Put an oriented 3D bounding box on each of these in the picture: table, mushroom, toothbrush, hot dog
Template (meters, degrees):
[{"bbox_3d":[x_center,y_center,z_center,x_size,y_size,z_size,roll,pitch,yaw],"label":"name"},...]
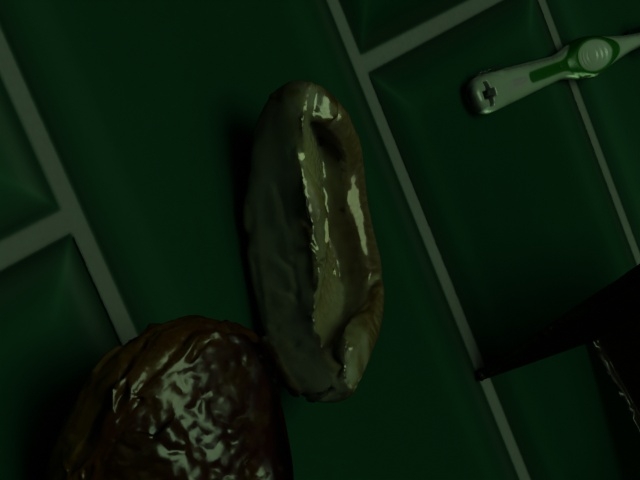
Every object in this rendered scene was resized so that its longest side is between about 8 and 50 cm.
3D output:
[{"bbox_3d":[0.320,0.147,1.121,0.282,0.196,0.250,-8,68,-51],"label":"table"},{"bbox_3d":[-0.001,0.001,0.914,0.094,0.072,0.210,-5,85,-50],"label":"mushroom"},{"bbox_3d":[0.253,-0.175,1.318,0.418,0.040,0.042,-25,100,-52],"label":"toothbrush"},{"bbox_3d":[-0.068,0.156,0.757,0.160,0.099,0.227,-2,81,-51],"label":"hot dog"}]
